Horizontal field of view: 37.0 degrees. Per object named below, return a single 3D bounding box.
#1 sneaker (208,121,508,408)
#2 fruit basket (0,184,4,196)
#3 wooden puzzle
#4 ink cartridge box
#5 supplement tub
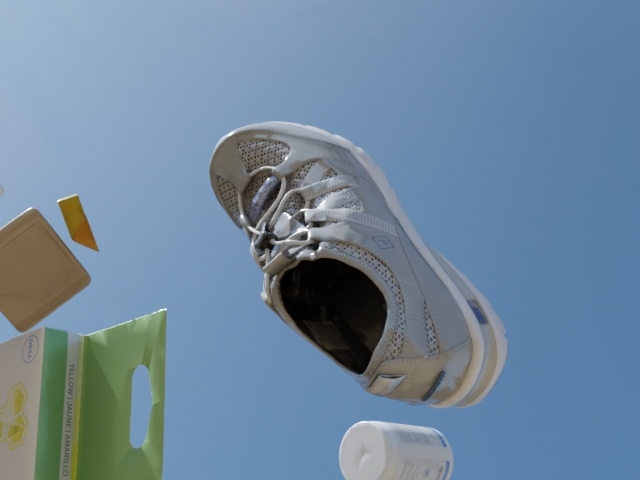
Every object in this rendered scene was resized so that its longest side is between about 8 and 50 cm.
[{"bbox_3d":[0.000,0.000,0.639,0.281,0.115,0.105,42,-64,37],"label":"sneaker"},{"bbox_3d":[-0.540,-0.068,0.984,0.327,0.165,0.353,-27,-37,-9],"label":"fruit basket"},{"bbox_3d":[-0.216,0.021,0.708,0.116,0.014,0.078,-32,-69,-14],"label":"wooden puzzle"},{"bbox_3d":[-0.236,0.162,0.870,0.235,0.056,0.171,-21,-119,39],"label":"ink cartridge box"},{"bbox_3d":[0.079,0.223,0.981,0.071,0.107,0.071,-17,-115,42],"label":"supplement tub"}]
